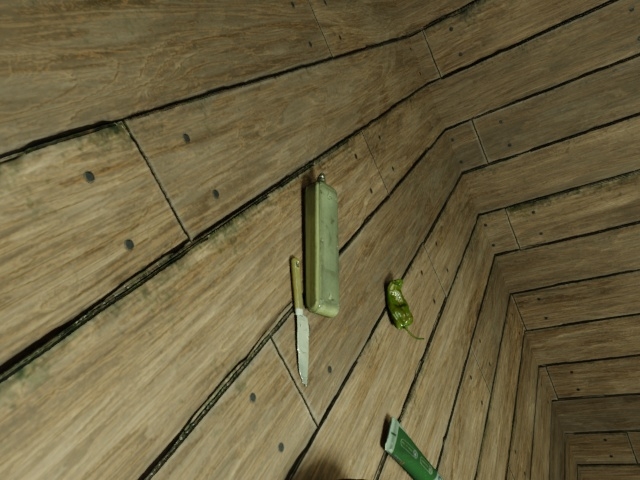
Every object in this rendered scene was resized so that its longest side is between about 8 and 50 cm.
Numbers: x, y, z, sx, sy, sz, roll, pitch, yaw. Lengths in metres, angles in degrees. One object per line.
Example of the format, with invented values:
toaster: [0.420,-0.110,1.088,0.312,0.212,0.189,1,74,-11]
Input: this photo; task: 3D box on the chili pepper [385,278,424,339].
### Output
chili pepper: [0.241,0.217,1.522,0.072,0.073,0.204,12,52,-35]

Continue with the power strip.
power strip: [0.000,0.000,1.266,0.092,0.066,0.387,26,57,-48]

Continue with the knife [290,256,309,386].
knife: [-0.043,0.183,1.151,0.047,0.017,0.297,27,54,-57]

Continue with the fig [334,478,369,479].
fig: [0.065,0.574,0.961,0.263,0.224,0.224,45,41,-31]

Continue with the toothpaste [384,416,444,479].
toothpaste: [0.283,0.645,1.398,0.392,0.061,0.098,53,37,-24]
